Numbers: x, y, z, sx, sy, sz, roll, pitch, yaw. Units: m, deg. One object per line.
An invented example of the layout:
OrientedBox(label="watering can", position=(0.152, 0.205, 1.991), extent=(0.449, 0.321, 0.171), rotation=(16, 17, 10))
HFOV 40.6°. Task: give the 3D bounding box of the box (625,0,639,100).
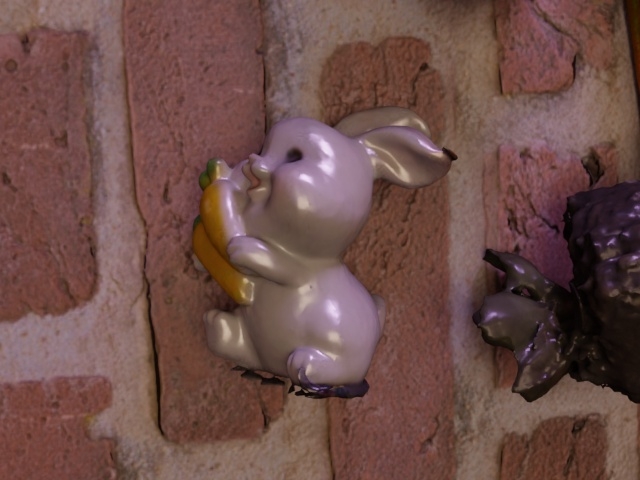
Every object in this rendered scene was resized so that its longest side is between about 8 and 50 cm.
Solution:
OrientedBox(label="box", position=(0.489, -0.304, 0.991), extent=(0.264, 0.116, 0.416), rotation=(-11, 98, -8))

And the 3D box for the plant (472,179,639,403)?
OrientedBox(label="plant", position=(0.325, 0.063, 0.946), extent=(0.312, 0.215, 0.213), rotation=(-25, 115, 19))

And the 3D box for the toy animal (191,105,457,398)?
OrientedBox(label="toy animal", position=(-0.005, 0.000, 0.911), extent=(0.247, 0.183, 0.310), rotation=(5, 90, -15))
